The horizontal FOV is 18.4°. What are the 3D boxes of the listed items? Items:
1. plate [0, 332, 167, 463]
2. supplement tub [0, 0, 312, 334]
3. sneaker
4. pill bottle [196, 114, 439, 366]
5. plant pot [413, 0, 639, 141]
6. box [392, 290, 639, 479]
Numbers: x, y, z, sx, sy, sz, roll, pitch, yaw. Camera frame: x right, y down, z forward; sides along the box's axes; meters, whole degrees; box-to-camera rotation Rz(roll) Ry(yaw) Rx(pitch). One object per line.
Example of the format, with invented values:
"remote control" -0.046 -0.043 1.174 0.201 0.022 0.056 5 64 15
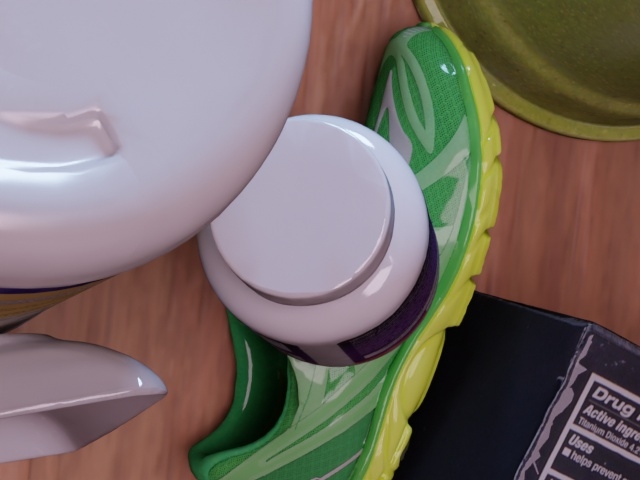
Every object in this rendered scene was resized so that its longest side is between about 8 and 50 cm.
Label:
"plate" -0.231 0.087 0.927 0.278 0.277 0.045 -6 80 -17
"supplement tub" -0.169 -0.076 0.873 0.241 0.331 0.241 5 78 -23
"sneaker" 0.012 0.017 1.076 0.123 0.109 0.295 19 88 -20
"pill bottle" 0.000 0.000 0.943 0.108 0.193 0.108 -1 82 5
"plant pot" 0.211 -0.187 1.046 0.276 0.254 0.276 -1 95 -18
"box" 0.165 0.224 1.102 0.296 0.183 0.294 28 87 -19
